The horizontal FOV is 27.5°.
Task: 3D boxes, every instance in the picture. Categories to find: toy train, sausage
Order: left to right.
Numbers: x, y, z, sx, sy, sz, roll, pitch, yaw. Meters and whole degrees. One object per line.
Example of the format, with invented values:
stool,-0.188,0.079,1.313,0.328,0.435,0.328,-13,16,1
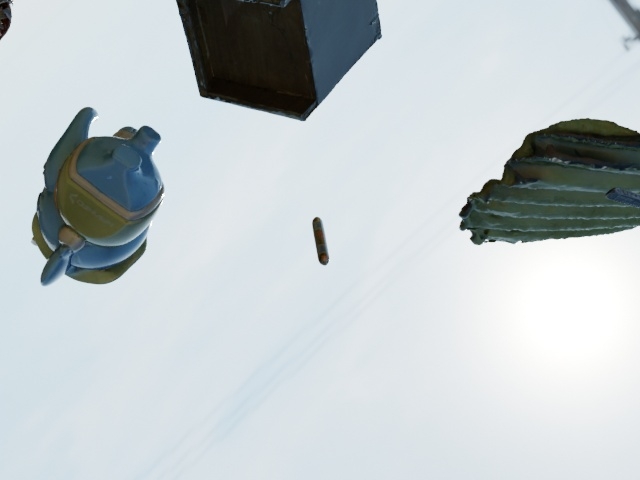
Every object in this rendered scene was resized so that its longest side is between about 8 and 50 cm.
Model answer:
sausage,0.000,0.000,1.550,0.015,0.015,0.100,-37,-150,17
toy train,0.446,-0.064,1.911,0.017,0.083,0.017,-43,-132,39

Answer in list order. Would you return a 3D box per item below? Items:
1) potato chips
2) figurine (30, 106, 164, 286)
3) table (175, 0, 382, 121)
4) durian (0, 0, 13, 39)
potato chips,0.436,-0.078,2.132,0.358,0.429,0.070,124,-39,-57
figurine,-0.248,-0.053,1.509,0.262,0.153,0.180,-50,-147,44
table,-0.054,-0.277,1.560,0.172,0.169,0.193,15,-132,27
durian,-0.544,-0.328,1.576,0.347,0.347,0.385,-12,-109,54
